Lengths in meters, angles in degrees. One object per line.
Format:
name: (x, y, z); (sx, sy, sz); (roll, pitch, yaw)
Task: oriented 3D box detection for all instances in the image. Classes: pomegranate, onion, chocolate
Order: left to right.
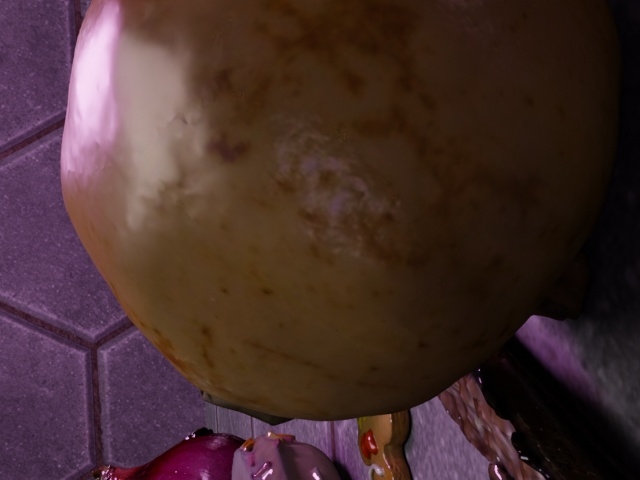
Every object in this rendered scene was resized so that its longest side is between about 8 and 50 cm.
onion: (-0.275, 0.525, 1.567); (0.348, 0.385, 0.348); (16, -90, -84)
pomegranate: (0.030, -0.057, 0.477); (0.342, 0.342, 0.343); (177, 90, -76)
chocolate: (0.134, 0.125, 0.536); (0.329, 0.065, 0.102); (-124, 20, -66)

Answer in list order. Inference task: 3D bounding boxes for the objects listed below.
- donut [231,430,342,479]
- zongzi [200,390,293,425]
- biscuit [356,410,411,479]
donut: (-0.033, 0.449, 1.097); (0.382, 0.142, 0.383); (176, 90, -76)
zongzi: (0.000, 0.000, 0.978); (0.323, 0.160, 0.360); (-59, 2, 33)
biscuit: (0.060, 0.202, 0.901); (0.158, 0.035, 0.240); (106, 158, -58)
